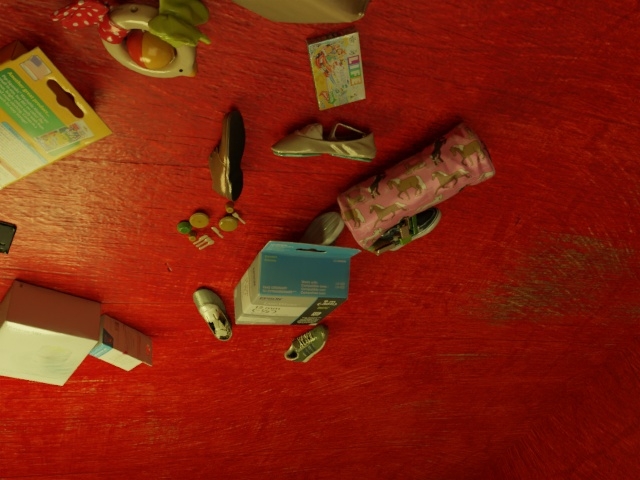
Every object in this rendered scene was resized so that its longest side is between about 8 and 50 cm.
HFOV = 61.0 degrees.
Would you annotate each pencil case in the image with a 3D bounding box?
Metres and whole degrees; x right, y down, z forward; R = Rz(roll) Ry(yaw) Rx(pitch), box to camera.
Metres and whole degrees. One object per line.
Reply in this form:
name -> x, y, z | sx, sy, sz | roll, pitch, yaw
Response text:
pencil case -> 0.232, -0.133, 1.324 | 0.386, 0.167, 0.160 | -30, 117, 15

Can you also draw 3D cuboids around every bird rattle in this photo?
bird rattle -> -0.312, -0.352, 0.941 | 0.254, 0.143, 0.207 | -3, 157, -1

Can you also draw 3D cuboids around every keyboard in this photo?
keyboard -> -0.791, -0.021, 1.206 | 0.192, 0.038, 0.100 | 20, 102, -32

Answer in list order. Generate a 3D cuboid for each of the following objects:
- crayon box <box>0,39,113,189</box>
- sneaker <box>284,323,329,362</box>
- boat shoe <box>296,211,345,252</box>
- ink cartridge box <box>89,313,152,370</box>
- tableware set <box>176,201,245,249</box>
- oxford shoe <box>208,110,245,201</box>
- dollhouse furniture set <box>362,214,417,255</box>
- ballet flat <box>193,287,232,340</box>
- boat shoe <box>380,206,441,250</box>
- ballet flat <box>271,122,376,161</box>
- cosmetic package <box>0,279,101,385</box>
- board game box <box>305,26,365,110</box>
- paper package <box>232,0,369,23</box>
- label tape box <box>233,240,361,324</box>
crayon box -> -0.586, -0.225, 1.016 | 0.323, 0.083, 0.203 | -24, 137, 7
sneaker -> -0.051, 0.341, 1.783 | 0.086, 0.064, 0.192 | 8, 135, -32
boat shoe -> 0.000, 0.000, 1.454 | 0.076, 0.083, 0.226 | 11, 143, -41
ink cartridge box -> -0.565, 0.298, 1.542 | 0.061, 0.104, 0.181 | -32, 135, 15
tableware set -> -0.273, -0.044, 1.351 | 0.154, 0.024, 0.104 | -29, 133, 14
oxford shoe -> -0.212, -0.188, 1.193 | 0.076, 0.076, 0.212 | 21, 125, 15
dollhouse furniture set -> 0.183, -0.020, 1.409 | 0.152, 0.076, 0.058 | -22, 115, -20
ballet flat -> -0.305, 0.220, 1.575 | 0.072, 0.068, 0.213 | -19, 137, 1
boat shoe -> 0.238, -0.043, 1.485 | 0.183, 0.065, 0.083 | -36, 132, 18
ballet flat -> 0.012, -0.227, 1.225 | 0.248, 0.086, 0.086 | 1, 134, -21
cosmetic package -> -0.731, 0.247, 1.415 | 0.224, 0.138, 0.224 | 23, 122, -35
board game box -> 0.034, -0.354, 1.128 | 0.103, 0.026, 0.154 | -16, 137, -2
paper package -> -0.117, -0.449, 0.766 | 0.325, 0.309, 0.168 | 15, 101, -32
label tape box -> -0.069, 0.125, 1.448 | 0.249, 0.115, 0.347 | 5, 154, -22
